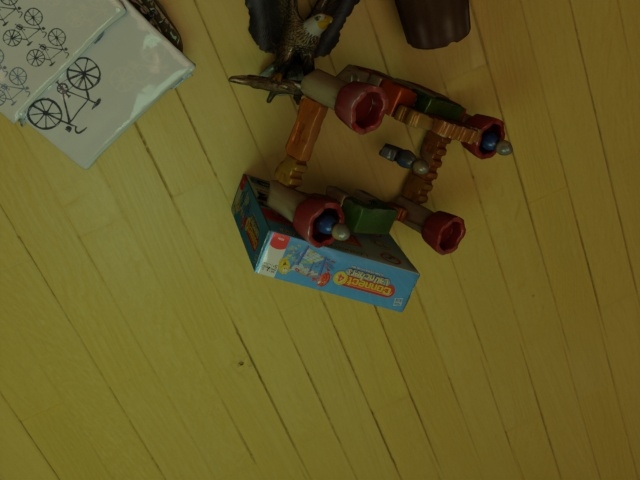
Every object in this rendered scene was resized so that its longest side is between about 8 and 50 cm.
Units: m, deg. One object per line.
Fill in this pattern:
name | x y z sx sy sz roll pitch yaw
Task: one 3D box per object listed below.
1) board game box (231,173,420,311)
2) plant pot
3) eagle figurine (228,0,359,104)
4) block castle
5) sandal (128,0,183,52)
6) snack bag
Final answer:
board game box | 0.000 0.000 1.737 0.308 0.302 0.086 16 109 -20
plant pot | 0.209 -0.458 1.672 0.167 0.167 0.165 -21 124 -4
eagle figurine | -0.033 -0.407 1.639 0.226 0.225 0.298 17 76 -61
block castle | 0.145 -0.135 1.666 0.453 0.213 0.303 4 112 -46
sandal | -0.305 -0.397 1.625 0.072 0.049 0.180 -24 113 11
snack bag | -0.451 -0.318 1.603 0.323 0.037 0.342 -39 117 15
